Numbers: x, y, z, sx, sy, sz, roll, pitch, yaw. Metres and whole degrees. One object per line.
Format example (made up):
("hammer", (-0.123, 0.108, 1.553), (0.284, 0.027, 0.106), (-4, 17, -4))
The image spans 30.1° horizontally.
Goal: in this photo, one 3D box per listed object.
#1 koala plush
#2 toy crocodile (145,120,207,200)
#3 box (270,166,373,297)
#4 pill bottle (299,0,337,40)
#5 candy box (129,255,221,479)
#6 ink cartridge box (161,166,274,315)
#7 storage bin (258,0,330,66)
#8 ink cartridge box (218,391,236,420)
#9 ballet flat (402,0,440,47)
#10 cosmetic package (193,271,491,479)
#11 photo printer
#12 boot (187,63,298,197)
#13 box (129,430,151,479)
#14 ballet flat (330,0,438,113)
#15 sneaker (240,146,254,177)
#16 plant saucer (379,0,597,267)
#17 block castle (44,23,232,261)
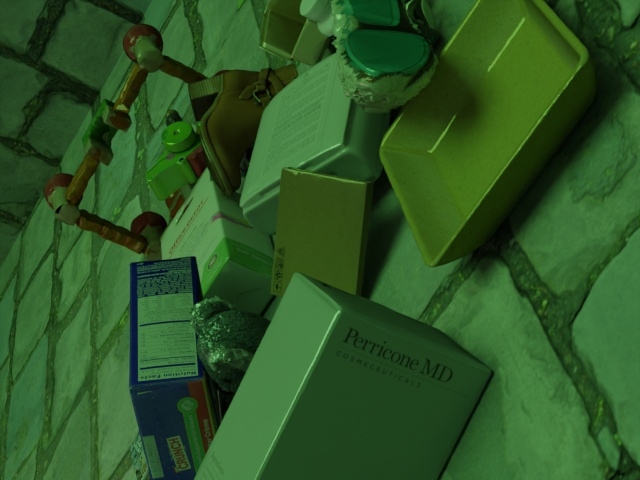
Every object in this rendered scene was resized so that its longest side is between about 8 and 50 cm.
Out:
("koala plush", (-0.083, 0.166, 1.731), (0.203, 0.221, 0.196), (-58, 24, 16))
("toy crocodile", (-0.206, -0.204, 2.345), (0.105, 0.115, 0.340), (28, 60, 39))
("box", (0.000, 0.000, 1.786), (0.164, 0.021, 0.201), (13, 102, 36))
("pill bottle", (0.054, -0.374, 2.009), (0.094, 0.169, 0.094), (-46, 30, 38))
("candy box", (-0.229, 0.223, 1.898), (0.317, 0.122, 0.268), (-102, 5, -54))
("ink cartridge box", (-0.192, 0.036, 2.202), (0.207, 0.119, 0.353), (-55, 26, 22))
("storage bin", (-0.008, -0.481, 2.193), (0.260, 0.123, 0.262), (-89, 22, -64))
("ink cartridge box", (-0.121, 0.257, 1.936), (0.088, 0.052, 0.122), (-55, 25, 25))
("ballet flat", (0.140, -0.382, 1.938), (0.068, 0.072, 0.213), (-47, 47, 27))
("cosmetic package", (-0.010, 0.296, 1.454), (0.453, 0.230, 0.161), (-65, 24, 5))
("photo printer", (0.000, -0.178, 1.954), (0.256, 0.107, 0.307), (-30, 34, 34))
("boot", (-0.119, -0.215, 2.235), (0.109, 0.220, 0.283), (84, 171, -48))
("box", (-0.323, 0.395, 2.256), (0.094, 0.027, 0.137), (-62, 24, 13))
("ballet flat", (0.089, -0.265, 1.751), (0.147, 0.147, 0.409), (-54, 18, 25))
("sneaker", (-0.144, -0.182, 2.413), (0.069, 0.038, 0.098), (-42, 42, 38))
("plant saucer", (0.225, -0.160, 1.569), (0.333, 0.081, 0.333), (-56, 25, 23))
("block castle", (-0.366, -0.203, 2.563), (0.453, 0.303, 0.213), (-59, 24, 12))
